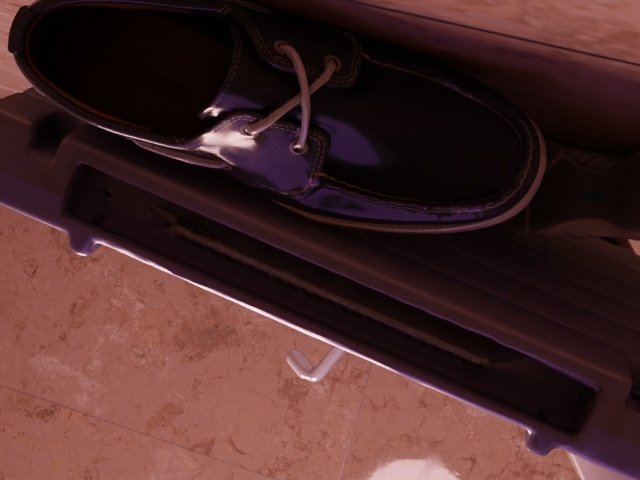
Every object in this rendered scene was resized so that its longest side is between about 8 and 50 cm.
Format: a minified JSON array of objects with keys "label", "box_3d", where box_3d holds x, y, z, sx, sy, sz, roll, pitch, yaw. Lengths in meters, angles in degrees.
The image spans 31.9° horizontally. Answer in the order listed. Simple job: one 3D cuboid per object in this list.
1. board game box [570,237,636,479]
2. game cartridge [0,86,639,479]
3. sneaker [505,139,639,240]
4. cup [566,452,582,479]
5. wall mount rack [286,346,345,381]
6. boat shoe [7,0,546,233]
[{"label":"board game box","box_3d":[0.234,0.106,0.864,0.193,0.053,0.305,16,-136,-45]},{"label":"game cartridge","box_3d":[0.021,-0.003,0.606,0.355,0.068,0.230,23,-165,3]},{"label":"sneaker","box_3d":[0.155,-0.021,0.601,0.061,0.054,0.152,13,180,-34]},{"label":"cup","box_3d":[0.493,0.197,1.425,0.331,0.331,0.237,16,154,5]},{"label":"wall mount rack","box_3d":[0.000,0.000,1.203,0.350,0.130,0.304,-4,-130,-48]},{"label":"boat shoe","box_3d":[-0.019,-0.056,0.479,0.233,0.084,0.079,18,-176,9]}]
